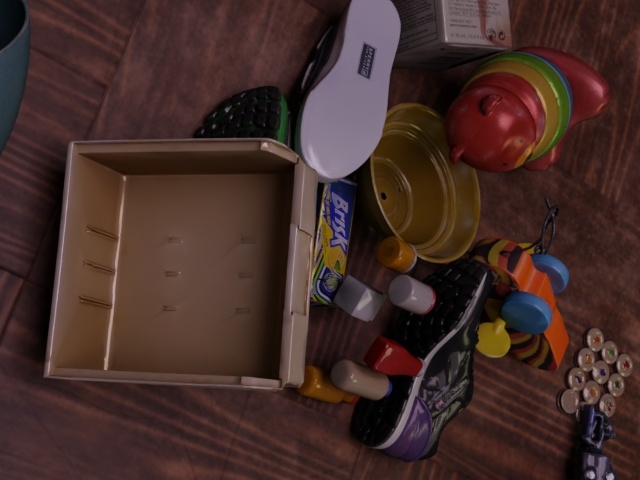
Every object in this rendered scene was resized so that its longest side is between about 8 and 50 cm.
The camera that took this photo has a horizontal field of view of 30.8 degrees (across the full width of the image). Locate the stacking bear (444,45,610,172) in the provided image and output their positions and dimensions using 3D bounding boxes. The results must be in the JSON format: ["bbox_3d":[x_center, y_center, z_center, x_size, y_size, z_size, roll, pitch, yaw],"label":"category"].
[{"bbox_3d":[0.254,-0.167,1.560,0.164,0.175,0.289,44,29,8],"label":"stacking bear"}]

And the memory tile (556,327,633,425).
[{"bbox_3d":[0.421,0.217,1.776,0.113,0.012,0.148,40,66,-23],"label":"memory tile"}]

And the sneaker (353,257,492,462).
[{"bbox_3d":[0.159,0.161,1.550,0.124,0.107,0.283,30,90,-36],"label":"sneaker"}]

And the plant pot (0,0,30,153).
[{"bbox_3d":[-0.424,-0.127,1.143,0.290,0.290,0.196,-24,133,-32],"label":"plant pot"}]

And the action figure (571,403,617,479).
[{"bbox_3d":[0.447,0.404,1.651,0.330,0.178,0.342,0,82,-4],"label":"action figure"}]

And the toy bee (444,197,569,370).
[{"bbox_3d":[0.260,0.050,1.614,0.195,0.162,0.298,-40,135,-51],"label":"toy bee"}]

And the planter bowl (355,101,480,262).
[{"bbox_3d":[0.111,-0.068,1.553,0.217,0.090,0.217,16,67,-42],"label":"planter bowl"}]

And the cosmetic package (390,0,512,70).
[{"bbox_3d":[0.157,-0.395,1.597,0.129,0.153,0.296,-3,87,-35],"label":"cosmetic package"}]

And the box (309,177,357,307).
[{"bbox_3d":[0.000,0.000,1.501,0.054,0.059,0.169,16,76,-35],"label":"box"}]

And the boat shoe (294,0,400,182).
[{"bbox_3d":[0.020,-0.187,1.492,0.108,0.102,0.301,27,57,-20],"label":"boat shoe"}]

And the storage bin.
[{"bbox_3d":[-0.148,0.031,1.280,0.123,0.260,0.262,29,63,-68],"label":"storage bin"}]

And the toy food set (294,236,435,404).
[{"bbox_3d":[0.078,0.118,1.461,0.104,0.111,0.232,25,97,-47],"label":"toy food set"}]

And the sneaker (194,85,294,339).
[{"bbox_3d":[-0.081,-0.025,1.433,0.146,0.134,0.344,24,66,-55],"label":"sneaker"}]
